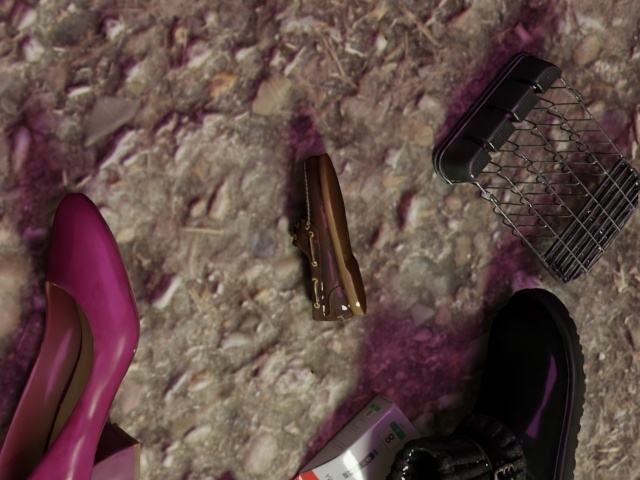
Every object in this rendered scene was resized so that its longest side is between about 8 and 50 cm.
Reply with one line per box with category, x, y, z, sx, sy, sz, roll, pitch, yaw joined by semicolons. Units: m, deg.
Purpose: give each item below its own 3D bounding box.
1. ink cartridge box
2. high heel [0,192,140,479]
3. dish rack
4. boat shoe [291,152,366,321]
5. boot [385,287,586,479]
ink cartridge box;0.055;0.338;1.811;0.224;0.056;0.181;-44;115;-16
high heel;-0.296;0.142;1.548;0.181;0.127;0.377;-16;109;-35
dish rack;0.298;-0.086;1.854;0.208;0.074;0.271;-50;118;-10
boat shoe;0.000;0.000;1.714;0.073;0.073;0.207;-9;99;15
boot;0.201;0.233;1.780;0.260;0.131;0.348;2;87;-38
